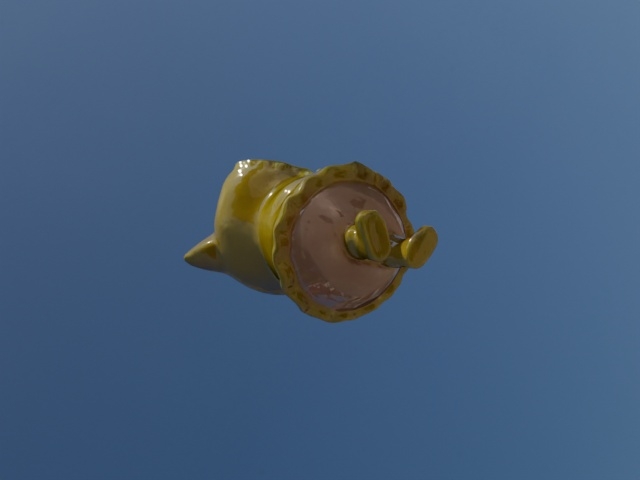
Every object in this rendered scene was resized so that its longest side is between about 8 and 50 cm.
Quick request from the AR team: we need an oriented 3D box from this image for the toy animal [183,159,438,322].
[{"bbox_3d":[-0.004,-0.001,0.754,0.156,0.229,0.156,0,-90,-34],"label":"toy animal"}]
